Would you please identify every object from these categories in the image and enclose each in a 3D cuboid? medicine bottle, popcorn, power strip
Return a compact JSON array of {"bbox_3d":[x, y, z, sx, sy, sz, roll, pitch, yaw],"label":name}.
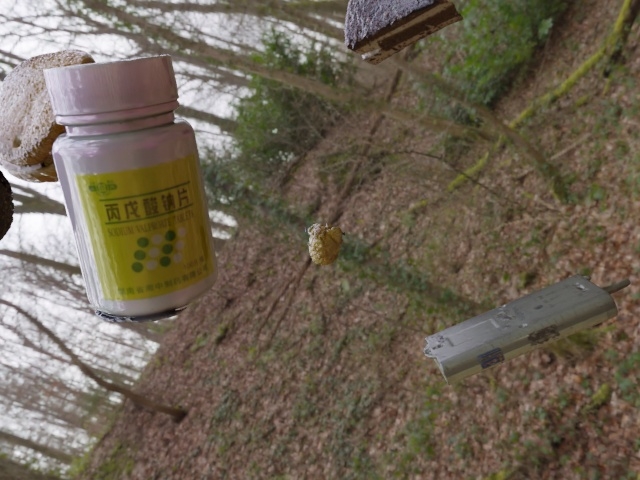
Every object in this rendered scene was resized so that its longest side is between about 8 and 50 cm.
[{"bbox_3d":[-0.291,-0.085,0.949,0.213,0.214,0.378,-61,-34,-68],"label":"medicine bottle"},{"bbox_3d":[0.000,0.000,1.120,0.084,0.084,0.084,15,-90,-84],"label":"popcorn"},{"bbox_3d":[0.257,0.101,0.748,0.092,0.268,0.034,-108,-6,-76],"label":"power strip"}]

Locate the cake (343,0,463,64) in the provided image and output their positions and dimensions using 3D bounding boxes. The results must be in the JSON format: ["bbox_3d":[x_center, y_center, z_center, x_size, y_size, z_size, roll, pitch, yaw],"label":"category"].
[{"bbox_3d":[0.170,-0.495,1.298,0.112,0.246,0.135,12,-113,-47],"label":"cake"}]

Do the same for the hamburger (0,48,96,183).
[{"bbox_3d":[-0.575,-0.261,1.298,0.170,0.314,0.290,49,-132,-52],"label":"hamburger"}]

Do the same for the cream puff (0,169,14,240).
[{"bbox_3d":[-0.661,-0.064,1.046,0.239,0.165,0.239,-26,-29,-16],"label":"cream puff"}]
